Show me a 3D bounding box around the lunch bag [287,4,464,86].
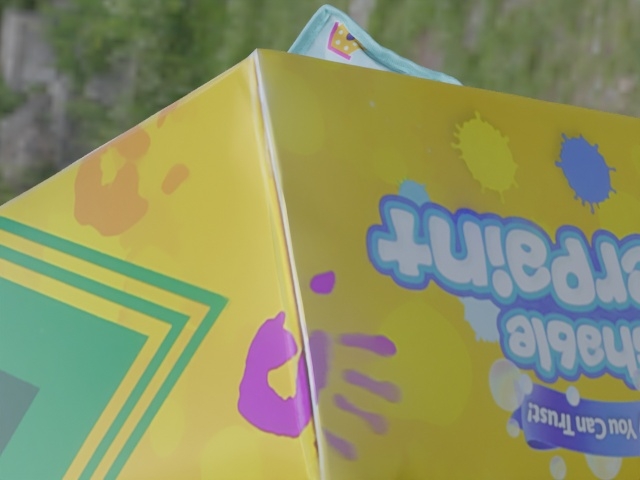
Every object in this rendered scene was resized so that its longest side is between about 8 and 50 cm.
[{"bbox_3d":[0.000,0.000,1.397,0.262,0.160,0.223,-58,-14,-7],"label":"lunch bag"}]

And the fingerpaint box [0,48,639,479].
[{"bbox_3d":[0.032,0.079,0.871,0.371,0.445,0.163,-26,68,44],"label":"fingerpaint box"}]
